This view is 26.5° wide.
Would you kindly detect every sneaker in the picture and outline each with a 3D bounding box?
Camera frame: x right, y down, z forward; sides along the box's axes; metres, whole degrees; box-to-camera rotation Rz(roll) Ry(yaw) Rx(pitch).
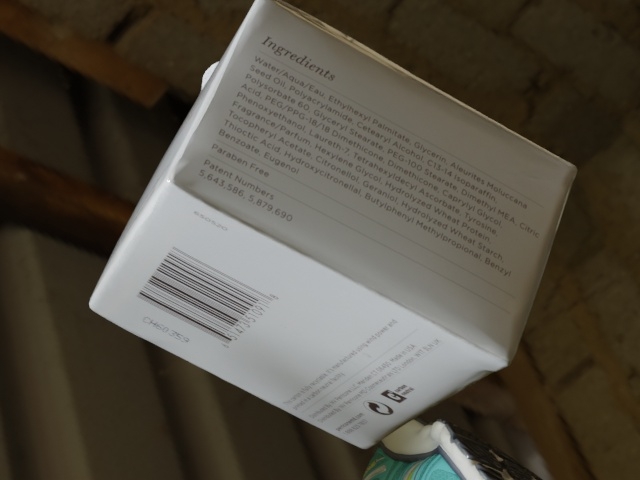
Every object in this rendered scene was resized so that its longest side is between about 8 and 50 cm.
[{"bbox_3d":[0.093,0.198,0.989,0.107,0.110,0.275,33,168,-10],"label":"sneaker"}]

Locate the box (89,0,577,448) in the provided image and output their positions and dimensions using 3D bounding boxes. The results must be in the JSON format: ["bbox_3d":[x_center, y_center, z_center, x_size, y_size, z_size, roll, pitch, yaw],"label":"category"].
[{"bbox_3d":[0.000,0.000,0.695,0.182,0.181,0.119,28,-118,-9],"label":"box"}]
